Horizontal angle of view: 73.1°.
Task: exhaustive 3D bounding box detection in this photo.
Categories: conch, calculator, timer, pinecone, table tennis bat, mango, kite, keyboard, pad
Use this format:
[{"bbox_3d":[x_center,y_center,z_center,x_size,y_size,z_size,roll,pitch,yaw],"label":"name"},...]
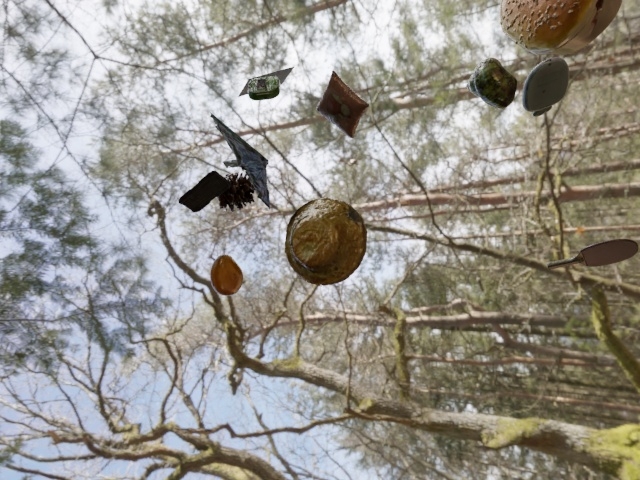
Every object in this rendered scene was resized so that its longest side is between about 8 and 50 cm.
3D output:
[{"bbox_3d":[0.615,-0.569,1.576,0.181,0.124,0.187,-117,23,-84],"label":"conch"},{"bbox_3d":[0.940,-0.630,1.805,0.299,0.185,0.041,57,-163,-54],"label":"calculator"},{"bbox_3d":[-0.227,-0.614,1.735,0.047,0.128,0.140,83,-177,-48],"label":"timer"},{"bbox_3d":[-0.382,-0.230,1.985,0.168,0.212,0.185,62,-170,-50],"label":"pinecone"},{"bbox_3d":[0.925,0.056,1.477,0.154,0.274,0.021,40,-138,-41],"label":"table tennis bat"},{"bbox_3d":[-0.407,0.147,1.858,0.145,0.112,0.219,-37,-41,-30],"label":"mango"},{"bbox_3d":[-0.267,-0.266,1.507,0.014,0.368,0.406,-41,-64,-23],"label":"kite"},{"bbox_3d":[-0.483,-0.199,1.799,0.106,0.262,0.016,35,-140,-34],"label":"keyboard"},{"bbox_3d":[-0.243,-0.711,1.938,0.243,0.163,0.004,-28,-87,-28],"label":"pad"}]

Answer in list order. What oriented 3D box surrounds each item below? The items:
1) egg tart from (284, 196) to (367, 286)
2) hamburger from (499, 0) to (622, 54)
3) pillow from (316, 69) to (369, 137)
[{"bbox_3d":[0.000,0.000,2.048,0.178,0.443,0.443,7,-99,-64],"label":"egg tart"},{"bbox_3d":[0.529,-0.553,0.985,0.151,0.227,0.295,11,-144,-29],"label":"hamburger"},{"bbox_3d":[0.096,-0.598,1.926,0.236,0.223,0.084,43,-124,5],"label":"pillow"}]
